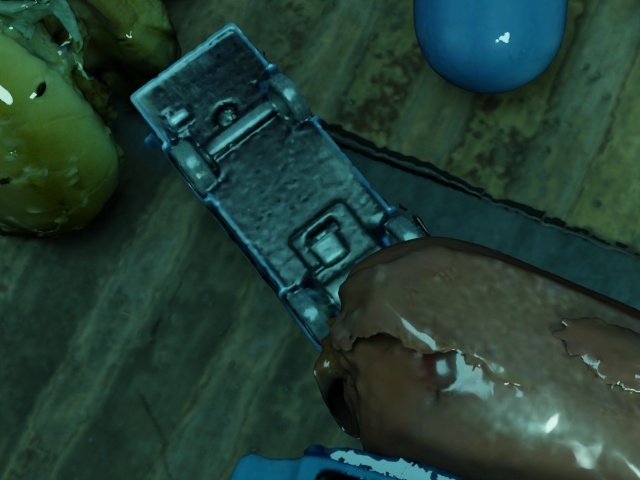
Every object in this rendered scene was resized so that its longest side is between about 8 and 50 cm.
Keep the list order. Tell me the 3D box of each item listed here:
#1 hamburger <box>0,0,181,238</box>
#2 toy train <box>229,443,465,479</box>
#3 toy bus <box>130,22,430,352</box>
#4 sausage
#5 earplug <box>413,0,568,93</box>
[{"bbox_3d":[-0.269,-0.165,1.330,0.318,0.277,0.195,24,68,24],"label":"hamburger"},{"bbox_3d":[0.078,0.252,1.084,0.300,0.265,0.188,15,62,13],"label":"toy train"},{"bbox_3d":[0.000,0.000,1.282,0.106,0.131,0.297,-37,66,-5],"label":"toy bus"},{"bbox_3d":[0.132,0.097,1.110,0.280,0.152,0.152,22,75,-2],"label":"sausage"},{"bbox_3d":[0.120,-0.237,1.317,0.132,0.132,0.273,4,99,13],"label":"earplug"}]
